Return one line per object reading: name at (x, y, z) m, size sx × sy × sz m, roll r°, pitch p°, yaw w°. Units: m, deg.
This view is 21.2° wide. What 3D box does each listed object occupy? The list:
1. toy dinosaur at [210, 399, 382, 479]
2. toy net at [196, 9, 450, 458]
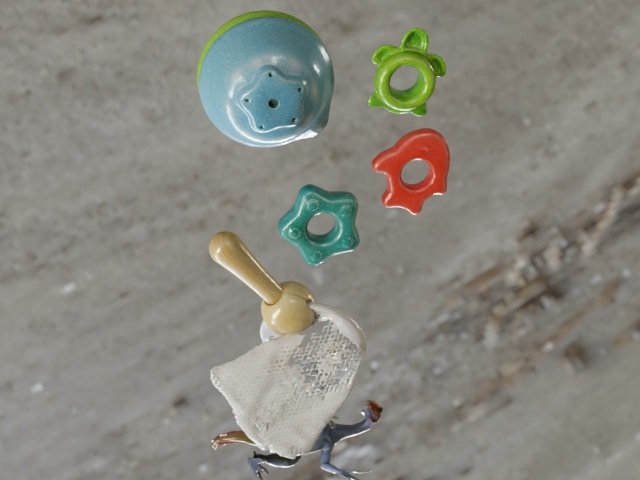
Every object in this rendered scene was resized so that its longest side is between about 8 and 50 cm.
toy dinosaur at (-0.006, 0.112, 1.029) m, size 0.082 × 0.090 × 0.047 m, roll -19°, pitch 122°, yaw -41°
toy net at (0.000, 0.000, 0.870) m, size 0.122 × 0.045 × 0.232 m, roll -2°, pitch 114°, yaw -8°
